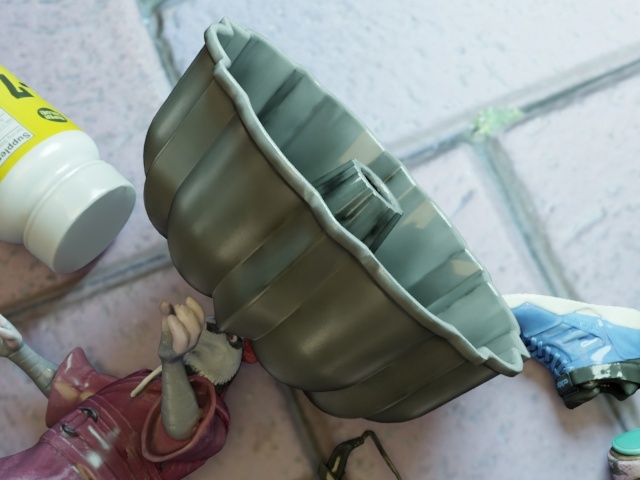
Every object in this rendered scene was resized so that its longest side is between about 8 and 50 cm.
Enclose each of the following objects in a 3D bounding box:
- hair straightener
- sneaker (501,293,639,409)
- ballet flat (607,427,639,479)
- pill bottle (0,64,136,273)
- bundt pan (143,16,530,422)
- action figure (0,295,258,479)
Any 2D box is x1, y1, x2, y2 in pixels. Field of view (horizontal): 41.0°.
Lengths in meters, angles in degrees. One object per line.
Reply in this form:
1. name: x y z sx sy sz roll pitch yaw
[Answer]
1. hair straightener: 0.017 0.269 0.693 0.089 0.047 0.230 18 72 6
2. sneaker: 0.197 0.096 0.719 0.152 0.058 0.084 7 67 -3
3. ballet flat: 0.346 0.161 0.699 0.221 0.077 0.079 -24 97 1
4. pill bottle: -0.270 -0.072 0.743 0.208 0.119 0.119 38 80 10
5. bundt pan: 0.000 0.000 0.634 0.124 0.331 0.331 -43 78 16
6. action figure: -0.165 0.184 0.640 0.370 0.248 0.275 -33 112 -31
